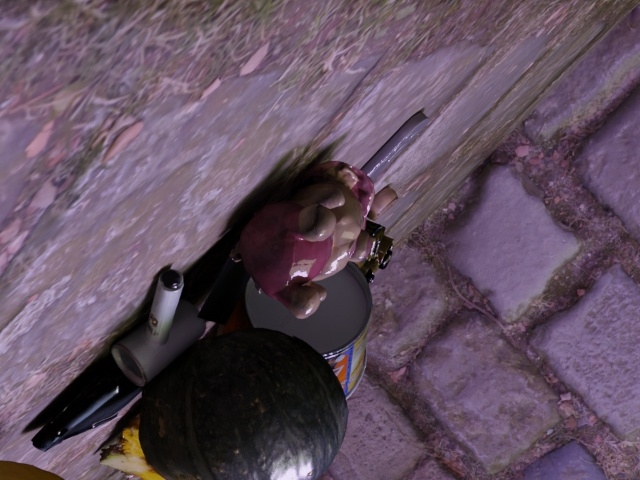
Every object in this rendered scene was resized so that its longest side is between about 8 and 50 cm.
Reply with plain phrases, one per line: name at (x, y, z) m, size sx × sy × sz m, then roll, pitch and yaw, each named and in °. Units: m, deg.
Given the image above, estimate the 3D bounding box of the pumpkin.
pumpkin at (-0.130, 0.265, 1.469) m, size 0.328 × 0.257 × 0.291 m, roll -19°, pitch -176°, yaw 40°

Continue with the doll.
doll at (-0.007, -0.010, 1.387) m, size 0.196 × 0.152 × 0.256 m, roll -44°, pitch -179°, yaw 25°

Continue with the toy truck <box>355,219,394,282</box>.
toy truck at (0.073, 0.025, 2.067) m, size 0.257 × 0.127 × 0.127 m, roll -41°, pitch 151°, yaw -60°

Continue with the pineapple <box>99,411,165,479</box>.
pineapple at (-0.321, 0.401, 2.085) m, size 0.209 × 0.286 × 0.344 m, roll -71°, pitch 154°, yaw -45°

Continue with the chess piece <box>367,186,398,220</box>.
chess piece at (0.133, -0.080, 2.127) m, size 0.084 × 0.038 × 0.083 m, roll -42°, pitch 174°, yaw -5°

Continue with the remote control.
remote control at (0.104, -0.138, 1.744) m, size 0.245 × 0.022 × 0.077 m, roll -46°, pitch 170°, yaw 20°

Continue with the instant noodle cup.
instant noodle cup at (-0.040, 0.150, 1.718) m, size 0.296 × 0.296 × 0.214 m, roll -39°, pitch 163°, yaw -26°

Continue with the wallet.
wallet at (-0.334, 0.247, 1.532) m, size 0.172 × 0.045 × 0.318 m, roll -42°, pitch 175°, yaw 7°

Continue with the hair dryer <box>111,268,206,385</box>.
hair dryer at (-0.216, 0.098, 1.344) m, size 0.131 × 0.073 × 0.236 m, roll -40°, pitch 162°, yaw -33°

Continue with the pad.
pad at (-0.127, 0.051, 1.469) m, size 0.170 × 0.006 × 0.245 m, roll -63°, pitch 174°, yaw -5°

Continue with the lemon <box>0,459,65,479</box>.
lemon at (-0.422, 0.428, 1.225) m, size 0.297 × 0.297 × 0.297 m, roll -42°, pitch 172°, yaw -7°

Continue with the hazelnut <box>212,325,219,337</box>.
hazelnut at (-0.134, 0.216, 1.947) m, size 0.182 × 0.182 × 0.182 m, roll -42°, pitch 172°, yaw -7°
